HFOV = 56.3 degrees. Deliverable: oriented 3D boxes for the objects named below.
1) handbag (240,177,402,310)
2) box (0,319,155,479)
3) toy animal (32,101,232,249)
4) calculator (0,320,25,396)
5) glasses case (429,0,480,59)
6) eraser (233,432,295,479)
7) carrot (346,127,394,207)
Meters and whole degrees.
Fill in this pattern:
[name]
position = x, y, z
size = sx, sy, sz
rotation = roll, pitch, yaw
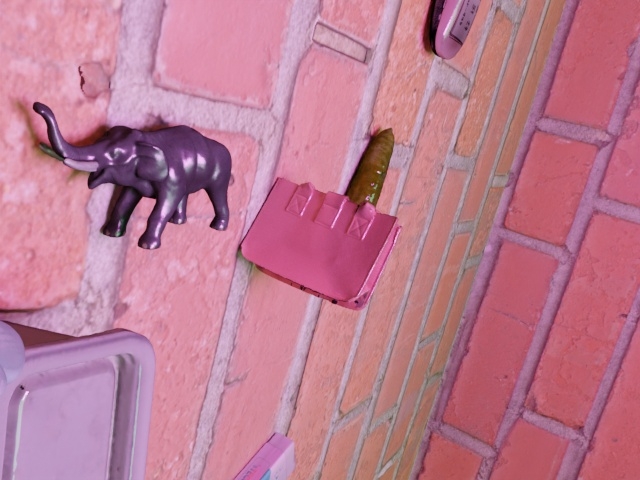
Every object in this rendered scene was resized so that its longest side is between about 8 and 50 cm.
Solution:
[handbag]
position = 0.000, 0.000, 0.899
size = 0.157, 0.212, 0.059
rotation = -64, 153, -11
[box]
position = -0.280, 0.221, 0.522
size = 0.175, 0.182, 0.312
rotation = -1, 98, -62
[toy animal]
position = -0.192, -0.062, 0.646
size = 0.269, 0.082, 0.137
rotation = -4, 110, -57
[calculator]
position = -0.273, -0.016, 0.324
size = 0.042, 0.184, 0.295
rotation = -30, 116, 1
[glasses case]
position = 0.293, -0.531, 1.222
size = 0.122, 0.075, 0.314
rotation = -1, 110, -59
[eraser]
position = -0.134, 0.497, 1.192
size = 0.225, 0.052, 0.095
rotation = -39, 139, -44
[carrot]
position = 0.070, -0.060, 1.159
size = 0.358, 0.074, 0.074
rotation = -67, 154, -11
